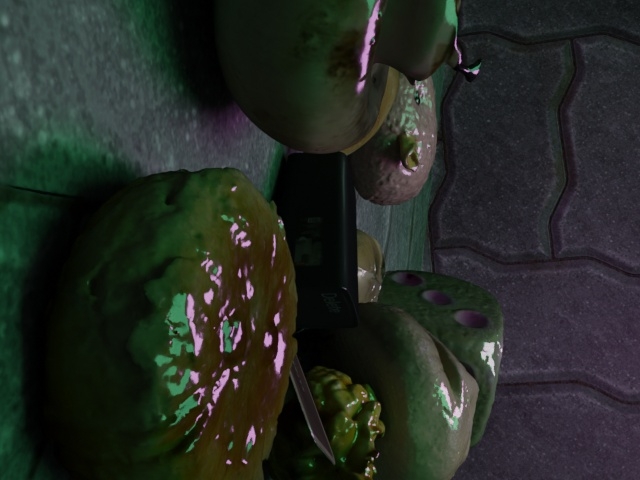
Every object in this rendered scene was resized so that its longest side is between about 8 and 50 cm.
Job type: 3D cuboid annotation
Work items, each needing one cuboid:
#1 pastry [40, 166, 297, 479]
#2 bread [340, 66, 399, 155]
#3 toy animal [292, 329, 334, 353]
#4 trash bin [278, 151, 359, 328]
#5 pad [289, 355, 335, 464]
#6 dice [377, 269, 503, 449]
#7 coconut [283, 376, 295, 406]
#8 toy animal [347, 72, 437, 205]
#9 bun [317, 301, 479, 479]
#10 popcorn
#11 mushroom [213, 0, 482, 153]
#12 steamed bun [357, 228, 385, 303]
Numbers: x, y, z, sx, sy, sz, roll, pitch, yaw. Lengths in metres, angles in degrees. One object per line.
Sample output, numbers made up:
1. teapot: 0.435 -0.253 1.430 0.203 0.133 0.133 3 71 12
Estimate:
1. pastry: -0.116 0.086 0.624 0.330 0.136 0.329 4 90 -74
2. bread: 0.034 -0.222 1.076 0.213 0.105 0.213 -36 157 -19
3. toy animal: -0.022 0.147 1.181 0.108 0.062 0.220 60 35 -35
4. trash bin: 0.000 0.000 1.047 0.165 0.115 0.225 68 23 -61
5. pad: -0.037 0.165 0.939 0.176 0.002 0.266 68 -1 -59
6. dice: 0.220 0.264 1.561 0.322 0.331 0.318 -60 159 -67
7. coconut: -0.078 0.192 0.924 0.081 0.083 0.082 50 58 -21
8. toy animal: 0.133 -0.189 1.375 0.358 0.188 0.226 80 32 -47
9. bun: 0.142 0.279 1.253 0.219 0.365 0.365 -9 108 -28
10. popcorn: 0.010 0.306 1.071 0.169 0.189 0.218 -22 115 -70
11. mushroom: 0.045 -0.271 0.769 0.362 0.295 0.362 15 90 -83
12. steamed bun: 0.073 0.061 1.392 0.231 0.111 0.212 81 20 -50
